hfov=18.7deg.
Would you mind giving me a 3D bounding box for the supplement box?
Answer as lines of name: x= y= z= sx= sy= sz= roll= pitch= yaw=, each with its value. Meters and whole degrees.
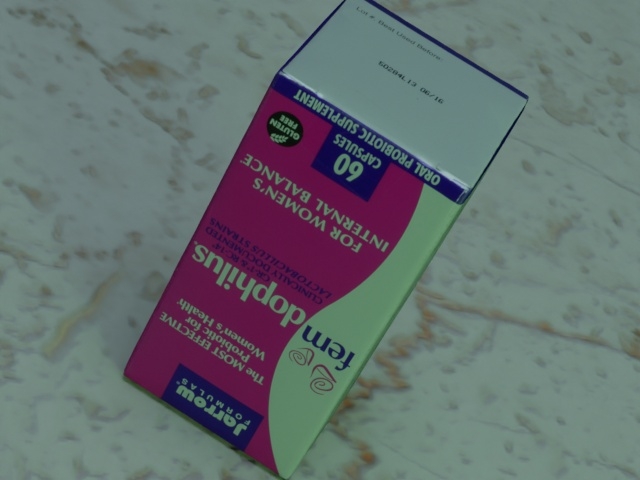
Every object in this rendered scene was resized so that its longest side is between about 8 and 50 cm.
supplement box: x=0.000 y=0.000 z=1.021 sx=0.111 sy=0.220 sz=0.114 roll=32 pitch=36 yaw=4
